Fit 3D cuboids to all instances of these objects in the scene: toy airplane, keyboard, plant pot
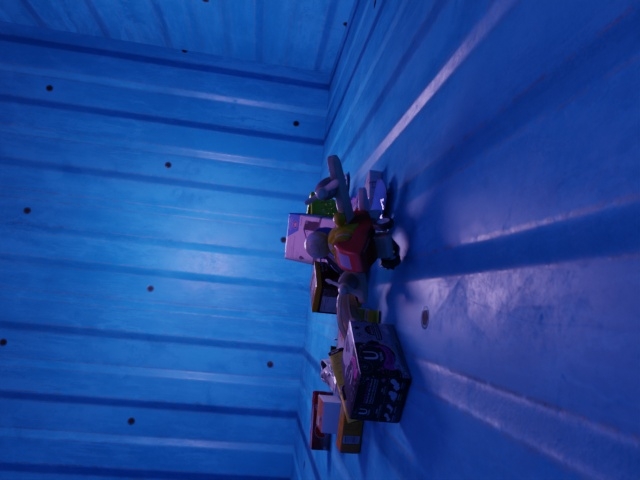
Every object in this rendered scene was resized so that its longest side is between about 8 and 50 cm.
[{"bbox_3d":[0.081,-0.022,1.502,0.384,0.272,0.387,70,-173,-66],"label":"toy airplane"},{"bbox_3d":[0.215,0.044,1.560,0.180,0.023,0.108,-105,22,-74],"label":"keyboard"},{"bbox_3d":[0.033,-0.092,2.429,0.227,0.206,0.229,-93,11,-56],"label":"plant pot"}]

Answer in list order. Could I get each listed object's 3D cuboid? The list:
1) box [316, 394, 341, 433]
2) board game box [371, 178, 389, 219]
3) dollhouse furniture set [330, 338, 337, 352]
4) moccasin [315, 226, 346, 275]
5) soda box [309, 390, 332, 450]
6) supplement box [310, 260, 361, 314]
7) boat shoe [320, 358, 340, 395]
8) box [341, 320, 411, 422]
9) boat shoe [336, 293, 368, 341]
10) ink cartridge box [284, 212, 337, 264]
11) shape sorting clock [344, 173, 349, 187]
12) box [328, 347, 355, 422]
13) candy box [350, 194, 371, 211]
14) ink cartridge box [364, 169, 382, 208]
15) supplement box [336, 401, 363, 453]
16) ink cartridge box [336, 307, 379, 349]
[{"bbox_3d":[0.039,0.752,2.061,0.170,0.090,0.130,129,147,-78],"label":"box"},{"bbox_3d":[0.219,-0.130,1.665,0.133,0.033,0.169,-108,22,-58],"label":"board game box"},{"bbox_3d":[0.084,0.468,2.094,0.152,0.058,0.076,111,163,-66],"label":"dollhouse furniture set"},{"bbox_3d":[0.061,0.073,1.926,0.342,0.137,0.117,-122,24,-49],"label":"moccasin"},{"bbox_3d":[0.001,0.859,2.272,0.083,0.092,0.264,112,163,-70],"label":"soda box"},{"bbox_3d":[0.064,0.196,1.951,0.191,0.193,0.129,-96,15,-61],"label":"supplement box"},{"bbox_3d":[0.044,0.614,2.161,0.267,0.088,0.096,-104,22,-72],"label":"boat shoe"},{"bbox_3d":[0.145,0.361,1.338,0.247,0.141,0.164,-100,17,-65],"label":"box"},{"bbox_3d":[0.128,0.304,1.565,0.109,0.098,0.303,23,-127,-55],"label":"boat shoe"},{"bbox_3d":[0.000,0.000,2.170,0.129,0.307,0.224,0,-82,-55],"label":"ink cartridge box"},{"bbox_3d":[0.118,-0.262,2.584,0.206,0.040,0.207,-174,90,-83],"label":"shape sorting clock"},{"bbox_3d":[0.097,0.474,1.565,0.087,0.058,0.233,28,-141,-58],"label":"box"},{"bbox_3d":[0.157,-0.078,1.959,0.165,0.070,0.197,178,99,-83],"label":"candy box"},{"bbox_3d":[0.198,-0.191,1.798,0.089,0.052,0.123,110,166,-65],"label":"ink cartridge box"},{"bbox_3d":[0.109,0.619,1.671,0.078,0.080,0.234,-175,94,-81],"label":"supplement box"},{"bbox_3d":[0.130,0.331,1.690,0.255,0.096,0.189,133,144,-79],"label":"ink cartridge box"}]
